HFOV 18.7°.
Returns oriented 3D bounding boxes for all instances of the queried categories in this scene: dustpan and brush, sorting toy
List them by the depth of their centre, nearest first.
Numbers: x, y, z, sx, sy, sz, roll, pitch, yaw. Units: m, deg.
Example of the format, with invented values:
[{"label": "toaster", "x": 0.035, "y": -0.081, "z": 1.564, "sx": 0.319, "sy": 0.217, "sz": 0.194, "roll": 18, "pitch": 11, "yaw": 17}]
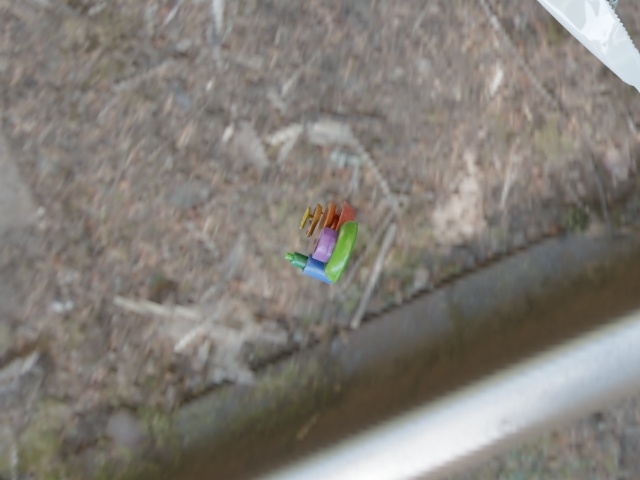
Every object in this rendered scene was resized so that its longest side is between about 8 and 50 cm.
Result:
[{"label": "dustpan and brush", "x": 0.159, "y": -0.204, "z": 1.340, "sx": 0.211, "sy": 0.147, "sz": 0.060, "roll": 35, "pitch": 109, "yaw": -30}, {"label": "sorting toy", "x": 0.000, "y": 0.000, "z": 1.532, "sx": 0.042, "sy": 0.102, "sz": 0.061, "roll": 21, "pitch": 105, "yaw": -6}]
